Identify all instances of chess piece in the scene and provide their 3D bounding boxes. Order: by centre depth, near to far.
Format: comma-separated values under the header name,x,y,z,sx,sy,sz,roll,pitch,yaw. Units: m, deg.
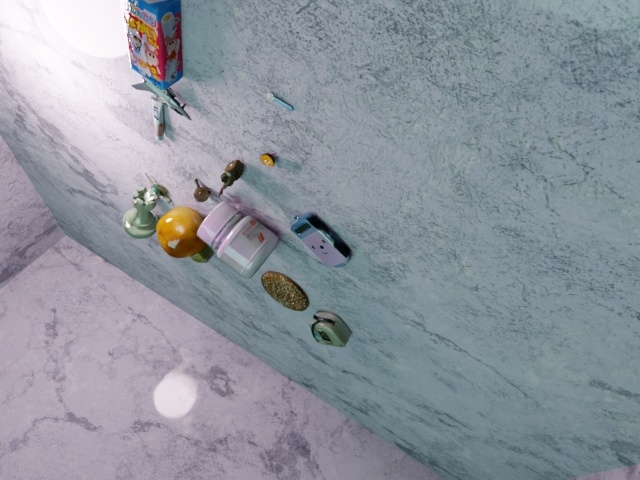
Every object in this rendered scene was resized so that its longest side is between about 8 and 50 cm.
name,x,y,z,sx,sy,sz,roll,pitch,yaw
chess piece,-0.975,-0.161,2.388,0.194,0.194,0.299,37,139,0

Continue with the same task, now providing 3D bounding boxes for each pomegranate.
name,x,y,z,sx,sy,sz,roll,pitch,yaw
pomegranate,-0.684,-0.044,2.190,0.264,0.264,0.264,25,146,18

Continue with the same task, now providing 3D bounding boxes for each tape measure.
name,x,y,z,sx,sy,sz,roll,pitch,yaw
tape measure,0.021,0.469,2.284,0.235,0.115,0.207,-5,132,47

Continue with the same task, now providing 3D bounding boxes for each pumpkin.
name,x,y,z,sx,sy,sz,roll,pitch,yaw
pumpkin,-0.189,-0.297,1.586,0.083,0.028,0.050,9,138,50

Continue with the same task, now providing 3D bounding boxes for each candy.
name,x,y,z,sx,sy,sz,roll,pitch,yaw
candy,-0.539,-0.658,1.397,0.157,0.100,0.306,35,147,5

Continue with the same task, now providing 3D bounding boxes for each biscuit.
name,x,y,z,sx,sy,sz,roll,pitch,yaw
biscuit,-0.194,0.278,2.314,0.305,0.038,0.305,25,146,18

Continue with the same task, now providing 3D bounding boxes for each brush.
name,x,y,z,sx,sy,sz,roll,pitch,yaw
brush,-0.389,-0.246,1.804,0.071,0.084,0.301,41,153,-9

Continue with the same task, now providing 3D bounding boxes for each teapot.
name,x,y,z,sx,sy,sz,roll,pitch,yaw
teapot,-0.546,-0.233,2.000,0.080,0.085,0.110,163,87,-78

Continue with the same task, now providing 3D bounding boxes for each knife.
name,x,y,z,sx,sy,sz,roll,pitch,yaw
knife,-0.126,-0.435,1.368,0.096,0.010,0.027,32,147,4

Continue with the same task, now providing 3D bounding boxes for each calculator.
name,x,y,z,sx,sy,sz,roll,pitch,yaw
calculator,0.000,0.000,1.764,0.293,0.051,0.173,44,148,-12

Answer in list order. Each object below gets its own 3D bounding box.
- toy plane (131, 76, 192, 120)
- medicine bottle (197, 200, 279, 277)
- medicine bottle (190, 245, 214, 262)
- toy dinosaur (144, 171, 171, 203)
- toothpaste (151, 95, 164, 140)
name,x,y,z,sx,sy,sz,roll,pitch,yaw
toy plane,-0.569,-0.534,1.608,0.234,0.082,0.160,28,156,-22
medicine bottle,-0.364,-0.005,1.925,0.302,0.241,0.241,38,148,-2
medicine bottle,-0.705,0.032,2.444,0.132,0.088,0.188,5,137,40
toy dinosaur,-0.832,-0.265,2.239,0.106,0.044,0.187,12,129,12
toothpaste,-0.664,-0.496,1.785,0.056,0.036,0.205,32,144,6
